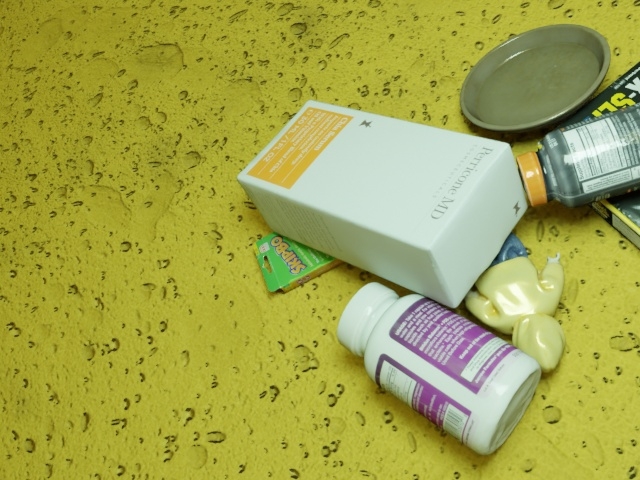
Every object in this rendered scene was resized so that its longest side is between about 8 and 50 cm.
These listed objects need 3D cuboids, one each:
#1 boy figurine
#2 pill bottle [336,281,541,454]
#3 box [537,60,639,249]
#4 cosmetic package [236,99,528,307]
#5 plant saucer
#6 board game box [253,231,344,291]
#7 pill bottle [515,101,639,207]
[{"bbox_3d":[0.327,0.083,1.137,0.177,0.092,0.285,-29,59,7],"label":"boy figurine"},{"bbox_3d":[0.179,0.190,1.099,0.302,0.169,0.169,31,80,30],"label":"pill bottle"},{"bbox_3d":[0.579,-0.171,1.165,0.322,0.079,0.257,-39,56,1],"label":"box"},{"bbox_3d":[0.093,-0.083,1.196,0.453,0.161,0.230,22,64,41],"label":"cosmetic package"},{"bbox_3d":[0.396,-0.296,1.277,0.278,0.041,0.277,-22,42,21],"label":"plant saucer"},{"bbox_3d":[0.000,0.000,1.340,0.260,0.039,0.124,-26,58,5],"label":"board game box"},{"bbox_3d":[0.440,-0.130,1.082,0.246,0.130,0.130,-17,61,15],"label":"pill bottle"}]
